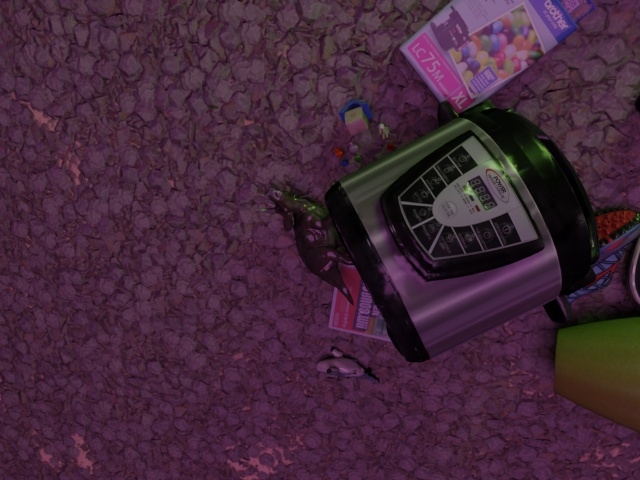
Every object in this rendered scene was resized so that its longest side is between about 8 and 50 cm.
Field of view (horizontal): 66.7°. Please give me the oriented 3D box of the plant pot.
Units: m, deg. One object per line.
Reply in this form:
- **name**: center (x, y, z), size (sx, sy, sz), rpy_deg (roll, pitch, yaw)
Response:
- **plant pot**: center (0.639, 0.268, 0.984), size (0.293, 0.275, 0.275), rpy_deg (3, 111, 29)

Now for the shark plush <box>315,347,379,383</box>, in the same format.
- **shark plush**: center (0.071, 0.327, 1.239), size (0.161, 0.073, 0.067), rpy_deg (10, 133, -13)

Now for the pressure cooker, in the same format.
- **pressure cooker**: center (0.256, -0.029, 0.872), size (0.420, 0.375, 0.370), rpy_deg (-26, 123, 3)

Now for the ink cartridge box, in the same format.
- **ink cartridge box**: center (0.325, -0.392, 0.905), size (0.311, 0.065, 0.186), rpy_deg (-37, 98, 20)

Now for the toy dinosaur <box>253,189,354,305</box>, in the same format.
- **toy dinosaur**: center (0.000, 0.000, 1.102), size (0.160, 0.121, 0.314), rpy_deg (-18, 107, 29)

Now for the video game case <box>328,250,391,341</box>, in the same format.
- **video game case**: center (0.170, 0.146, 1.150), size (0.285, 0.025, 0.204), rpy_deg (11, 111, 8)

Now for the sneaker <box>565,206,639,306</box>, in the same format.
- **sneaker**: center (0.554, 0.043, 1.003), size (0.125, 0.104, 0.262), rpy_deg (33, 118, -19)

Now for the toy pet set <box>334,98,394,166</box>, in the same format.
- **toy pet set**: center (0.080, -0.233, 1.028), size (0.122, 0.065, 0.114), rpy_deg (-16, 140, 20)

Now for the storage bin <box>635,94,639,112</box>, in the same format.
- **storage bin**: center (0.675, -0.278, 0.853), size (0.122, 0.084, 0.180), rpy_deg (32, 114, 0)

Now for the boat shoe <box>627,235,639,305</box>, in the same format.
- **boat shoe**: center (0.767, -0.056, 0.876), size (0.186, 0.156, 0.500), rpy_deg (32, 114, -2)
